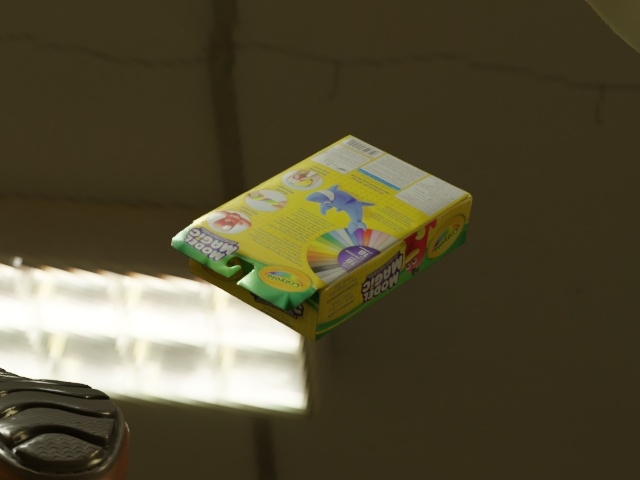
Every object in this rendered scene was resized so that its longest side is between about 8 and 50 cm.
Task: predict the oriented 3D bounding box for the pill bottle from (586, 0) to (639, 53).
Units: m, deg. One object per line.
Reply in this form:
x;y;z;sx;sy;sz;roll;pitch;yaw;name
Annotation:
0.270;-0.228;1.005;0.169;0.169;0.301;29;-55;-20;pill bottle

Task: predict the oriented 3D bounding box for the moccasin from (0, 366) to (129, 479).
-0.237;0.172;1.372;0.139;0.147;0.380;4;-2;-30;moccasin

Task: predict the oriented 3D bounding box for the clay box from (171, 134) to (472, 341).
0.000;0.000;1.445;0.127;0.222;0.053;28;-50;30;clay box
